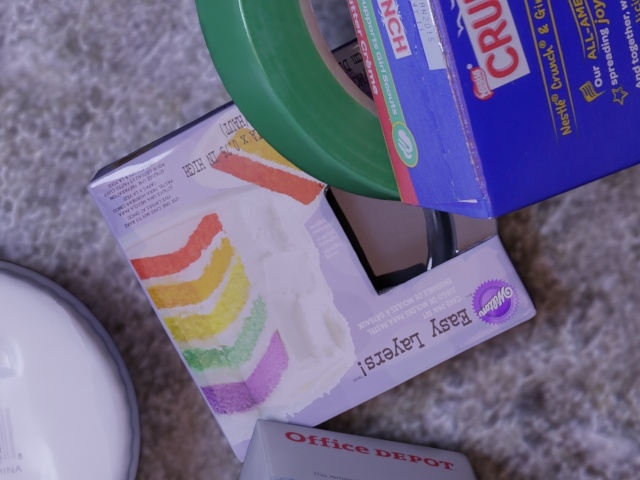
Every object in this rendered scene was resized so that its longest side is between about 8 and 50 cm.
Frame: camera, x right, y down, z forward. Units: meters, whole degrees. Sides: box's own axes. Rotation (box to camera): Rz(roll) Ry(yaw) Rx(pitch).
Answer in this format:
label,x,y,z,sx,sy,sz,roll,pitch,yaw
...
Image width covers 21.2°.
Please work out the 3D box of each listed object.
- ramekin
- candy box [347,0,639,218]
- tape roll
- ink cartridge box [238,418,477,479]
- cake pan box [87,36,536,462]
label,x,y,z,sx,sy,sz,roll,pitch,yaw
ramekin,-0.265,0.145,1.237,0.277,0.135,0.277,1,85,-9
candy box,0.174,-0.188,1.102,0.317,0.122,0.268,-20,102,-25
tape roll,0.074,-0.186,1.162,0.321,0.077,0.321,-1,93,-25
ink cartridge box,0.026,0.264,1.203,0.171,0.232,0.168,12,113,-12
cake pan box,0.000,0.000,1.276,0.267,0.070,0.245,-26,99,6
